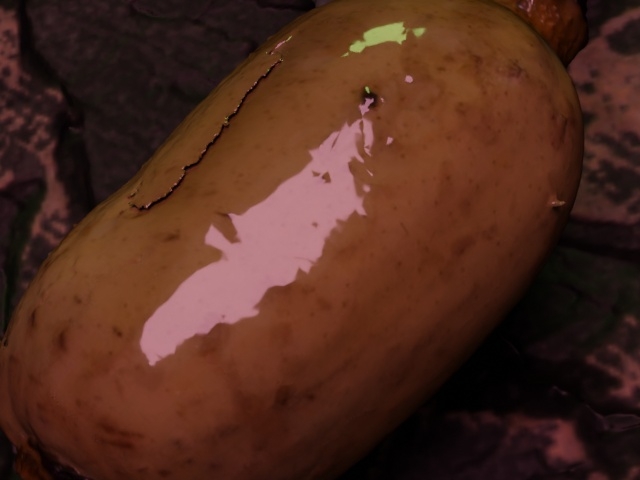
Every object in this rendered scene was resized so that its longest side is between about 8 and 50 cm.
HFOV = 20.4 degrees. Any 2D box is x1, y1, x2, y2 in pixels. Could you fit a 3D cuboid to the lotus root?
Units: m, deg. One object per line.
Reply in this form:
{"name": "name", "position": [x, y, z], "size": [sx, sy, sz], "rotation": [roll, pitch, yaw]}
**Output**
{"name": "lotus root", "position": [0.000, 0.000, 0.679], "size": [0.284, 0.146, 0.160], "rotation": [-48, 25, -10]}

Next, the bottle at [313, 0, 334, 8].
{"name": "bottle", "position": [0.092, -0.202, 0.804], "size": [0.083, 0.083, 0.269], "rotation": [37, 74, 28]}
